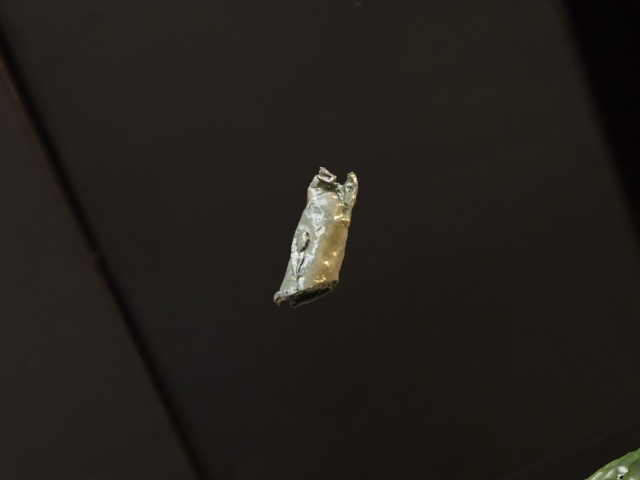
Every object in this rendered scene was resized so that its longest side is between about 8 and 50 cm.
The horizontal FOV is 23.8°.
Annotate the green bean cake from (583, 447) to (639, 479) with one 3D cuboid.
[{"bbox_3d":[0.277,0.345,1.379,0.218,0.335,0.319,60,-9,-17],"label":"green bean cake"}]

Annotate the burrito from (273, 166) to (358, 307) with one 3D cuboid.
[{"bbox_3d":[0.000,0.000,1.351,0.041,0.055,0.149,-43,-153,55],"label":"burrito"}]
